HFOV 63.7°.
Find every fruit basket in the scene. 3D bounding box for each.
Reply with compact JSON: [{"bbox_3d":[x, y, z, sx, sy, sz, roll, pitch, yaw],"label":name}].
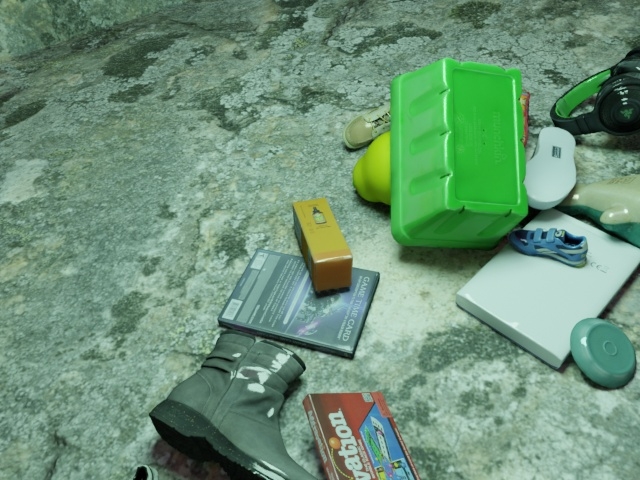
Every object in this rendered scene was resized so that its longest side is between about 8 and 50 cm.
[{"bbox_3d":[0.238,-0.161,1.095,0.282,0.392,0.392,3,44,-13],"label":"fruit basket"}]

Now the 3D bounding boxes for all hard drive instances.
[{"bbox_3d":[0.440,0.073,0.983,0.318,0.040,0.210,-37,53,-26],"label":"hard drive"}]

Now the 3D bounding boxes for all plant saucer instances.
[{"bbox_3d":[0.476,0.182,0.856,0.119,0.021,0.120,5,61,-9],"label":"plant saucer"}]

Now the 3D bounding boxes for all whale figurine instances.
[{"bbox_3d":[0.625,-0.055,1.043,0.216,0.141,0.271,-30,25,-35],"label":"whale figurine"}]

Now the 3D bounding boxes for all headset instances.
[{"bbox_3d":[0.721,-0.374,1.193,0.243,0.185,0.394,-48,23,-27],"label":"headset"}]

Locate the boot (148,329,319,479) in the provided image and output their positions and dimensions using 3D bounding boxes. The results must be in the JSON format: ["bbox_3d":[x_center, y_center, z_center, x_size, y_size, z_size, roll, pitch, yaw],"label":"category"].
[{"bbox_3d":[-0.082,0.270,0.815,0.337,0.118,0.223,25,47,21],"label":"boot"}]

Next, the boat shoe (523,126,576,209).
[{"bbox_3d":[0.493,-0.141,1.140,0.108,0.102,0.301,19,44,14],"label":"boat shoe"}]

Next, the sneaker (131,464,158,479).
[{"bbox_3d":[-0.278,0.389,0.766,0.040,0.044,0.109,2,48,6],"label":"sneaker"}]

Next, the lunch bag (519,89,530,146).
[{"bbox_3d":[0.378,-0.281,1.280,0.257,0.120,0.293,10,49,17],"label":"lunch bag"}]

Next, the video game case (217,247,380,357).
[{"bbox_3d":[-0.039,0.114,1.017,0.273,0.026,0.196,11,48,16],"label":"video game case"}]

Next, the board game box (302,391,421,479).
[{"bbox_3d":[0.079,0.342,0.727,0.144,0.027,0.281,8,37,-31],"label":"board game box"}]

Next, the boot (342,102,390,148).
[{"bbox_3d":[0.170,-0.312,1.315,0.213,0.077,0.165,-31,11,-25],"label":"boot"}]

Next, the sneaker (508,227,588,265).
[{"bbox_3d":[0.437,0.000,0.984,0.144,0.059,0.053,14,51,21],"label":"sneaker"}]

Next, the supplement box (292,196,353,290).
[{"bbox_3d":[0.000,0.000,1.059,0.077,0.080,0.234,-8,37,-10],"label":"supplement box"}]
